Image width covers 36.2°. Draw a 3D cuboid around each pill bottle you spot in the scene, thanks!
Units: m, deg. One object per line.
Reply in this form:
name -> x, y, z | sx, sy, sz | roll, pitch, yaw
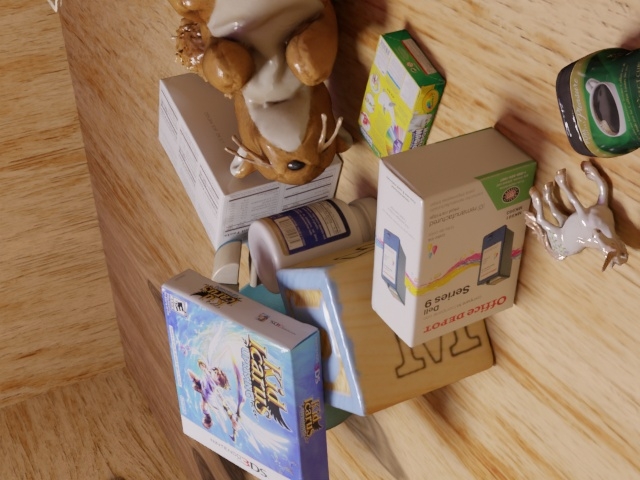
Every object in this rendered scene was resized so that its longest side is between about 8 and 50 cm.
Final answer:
pill bottle -> 0.000, 0.000, 1.425 | 0.112, 0.187, 0.112 | 49, 148, 46

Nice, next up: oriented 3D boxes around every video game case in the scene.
video game case -> -0.104, 0.200, 1.349 | 0.244, 0.061, 0.269 | 21, 128, 35

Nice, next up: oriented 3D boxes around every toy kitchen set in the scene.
toy kitchen set -> -0.067, 0.072, 1.553 | 0.122, 0.207, 0.166 | -90, 7, -54

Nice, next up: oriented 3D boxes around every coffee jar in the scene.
coffee jar -> 0.277, -0.121, 0.814 | 0.184, 0.079, 0.096 | 3, 111, 66

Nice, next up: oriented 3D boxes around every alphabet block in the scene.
alphabet block -> 0.081, 0.101, 1.295 | 0.192, 0.197, 0.193 | -1, 105, 68

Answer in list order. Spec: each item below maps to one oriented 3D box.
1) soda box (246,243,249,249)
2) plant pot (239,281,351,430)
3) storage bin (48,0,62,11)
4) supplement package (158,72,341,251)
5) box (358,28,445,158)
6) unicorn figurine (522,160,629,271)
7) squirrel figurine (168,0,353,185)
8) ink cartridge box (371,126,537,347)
soda box -> -0.109, -0.030, 1.827 | 0.210, 0.067, 0.071 | 65, 157, 18
plant pot -> -0.032, 0.199, 1.591 | 0.195, 0.290, 0.290 | 55, 169, -31
storage bin -> -0.358, -0.500, 1.707 | 0.260, 0.262, 0.123 | -129, 37, -48
supplement package -> -0.120, -0.145, 1.583 | 0.262, 0.204, 0.145 | 60, 154, 30
box -> 0.099, -0.168, 1.260 | 0.105, 0.043, 0.179 | 60, 152, 29
unicorn figurine -> 0.260, -0.018, 0.978 | 0.162, 0.060, 0.111 | 101, 148, -79
squirrel figurine -> -0.075, -0.277, 1.390 | 0.397, 0.281, 0.370 | -118, 9, -62
ink cartridge box -> 0.147, -0.003, 1.113 | 0.093, 0.154, 0.212 | 49, 147, 43
